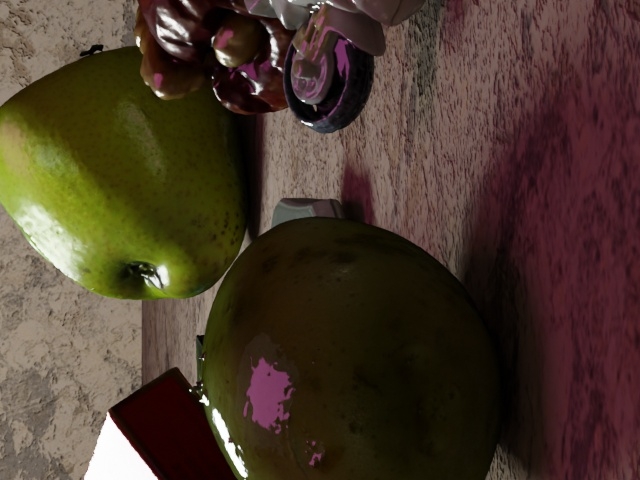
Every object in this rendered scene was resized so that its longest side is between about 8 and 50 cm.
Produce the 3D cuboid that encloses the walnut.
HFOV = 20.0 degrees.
[{"bbox_3d":[-0.074,-0.259,1.680,0.244,0.222,0.269,-30,40,48],"label":"walnut"}]

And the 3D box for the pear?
[{"bbox_3d":[-0.224,-0.072,2.349,0.238,0.342,0.318,-43,66,40],"label":"pear"}]

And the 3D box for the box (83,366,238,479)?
[{"bbox_3d":[-0.088,0.292,1.687,0.313,0.089,0.197,49,150,13],"label":"box"}]

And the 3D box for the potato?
[{"bbox_3d":[0.019,0.090,1.257,0.304,0.216,0.216,-95,6,-77],"label":"potato"}]

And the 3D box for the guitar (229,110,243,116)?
[{"bbox_3d":[-0.107,-0.215,2.269,0.233,0.088,0.025,88,175,-65],"label":"guitar"}]

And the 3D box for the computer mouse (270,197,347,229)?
[{"bbox_3d":[0.000,0.000,1.734,0.181,0.056,0.089,178,86,-73],"label":"computer mouse"}]

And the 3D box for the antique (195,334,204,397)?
[{"bbox_3d":[-0.098,0.171,2.215,0.221,0.081,0.080,-145,53,-76],"label":"antique"}]

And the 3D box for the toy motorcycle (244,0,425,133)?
[{"bbox_3d":[0.006,-0.269,1.439,0.223,0.108,0.341,-44,54,42],"label":"toy motorcycle"}]
